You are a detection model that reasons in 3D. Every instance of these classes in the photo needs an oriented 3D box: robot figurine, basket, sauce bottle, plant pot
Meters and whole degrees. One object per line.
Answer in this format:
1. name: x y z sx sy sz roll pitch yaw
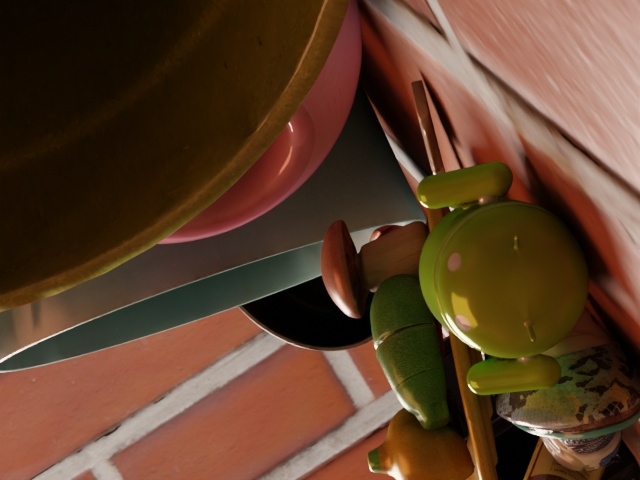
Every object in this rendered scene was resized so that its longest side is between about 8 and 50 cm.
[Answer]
1. robot figurine: 0.080 0.015 0.867 0.115 0.067 0.101 -139 36 -84
2. basket: 0.000 0.000 1.578 0.204 0.154 0.227 58 -178 10
3. sauce bottle: 0.128 0.141 1.087 0.042 0.042 0.128 58 -141 -25
4. plant pot: -0.106 -0.073 1.277 0.293 0.293 0.235 77 175 -85
5. plant pot: -0.201 -0.214 0.815 0.366 0.366 0.353 59 -171 -46

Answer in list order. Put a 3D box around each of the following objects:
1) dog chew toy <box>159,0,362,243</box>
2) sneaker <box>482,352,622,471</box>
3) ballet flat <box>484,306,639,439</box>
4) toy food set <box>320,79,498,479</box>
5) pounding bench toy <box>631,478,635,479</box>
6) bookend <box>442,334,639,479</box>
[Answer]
1. dog chew toy: -0.108 -0.158 1.060 0.332 0.206 0.206 66 -177 36
2. sneaker: 0.118 0.060 1.078 0.135 0.052 0.058 48 165 26
3. ballet flat: 0.108 0.054 0.947 0.070 0.070 0.188 57 175 -3
4. toy food set: 0.043 0.044 1.024 0.128 0.071 0.218 66 -166 -66
5. pounding bench toy: 0.134 0.086 0.659 0.083 0.065 0.052 59 178 -24
6. bookend: 0.089 0.130 1.201 0.157 0.156 0.072 57 179 32
